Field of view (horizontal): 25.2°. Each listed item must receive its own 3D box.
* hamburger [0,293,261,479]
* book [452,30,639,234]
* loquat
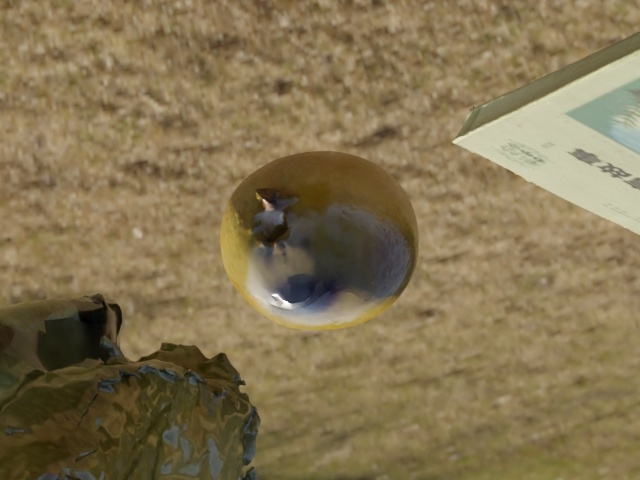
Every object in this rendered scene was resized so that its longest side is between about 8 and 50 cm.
[{"bbox_3d":[-0.106,0.164,0.405,0.133,0.308,0.211,-4,172,25],"label":"hamburger"},{"bbox_3d":[0.207,-0.036,0.734,0.215,0.025,0.283,26,169,-9],"label":"book"},{"bbox_3d":[0.000,0.000,1.091,0.163,0.137,0.163,-16,154,-8],"label":"loquat"}]
